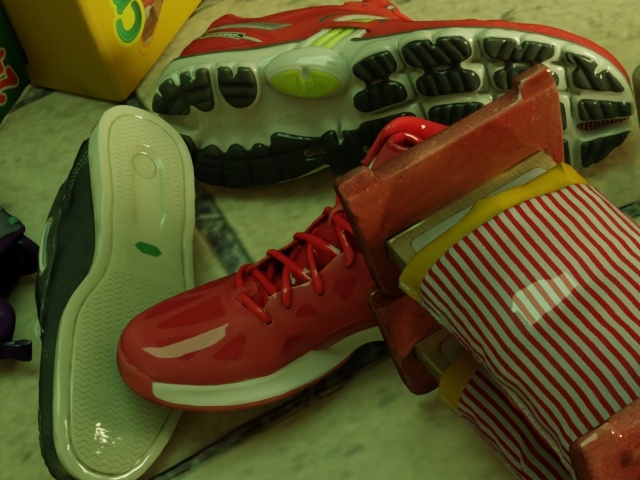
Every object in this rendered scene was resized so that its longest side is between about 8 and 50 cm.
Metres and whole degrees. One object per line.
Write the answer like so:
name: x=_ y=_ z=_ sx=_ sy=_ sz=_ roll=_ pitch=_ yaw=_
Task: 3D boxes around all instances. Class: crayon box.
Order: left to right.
crayon box: x=-0.129 y=-0.234 z=1.173 sx=0.081 sy=0.202 sz=0.318 roll=13 pitch=53 yaw=28

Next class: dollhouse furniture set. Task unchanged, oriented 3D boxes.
dollhouse furniture set: x=0.218 y=-0.016 z=0.860 sx=0.374 sy=0.152 sz=0.201 roll=-32 pitch=46 yaw=-14

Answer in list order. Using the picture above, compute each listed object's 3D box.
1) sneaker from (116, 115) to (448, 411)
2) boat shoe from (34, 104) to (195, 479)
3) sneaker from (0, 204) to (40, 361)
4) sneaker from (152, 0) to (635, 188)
sneaker: x=0.000 y=0.000 z=0.931 sx=0.221 sy=0.128 sz=0.087 roll=-17 pitch=43 yaw=-16
boat shoe: x=-0.116 y=0.038 z=1.008 sx=0.079 sy=0.084 sz=0.233 roll=-37 pitch=39 yaw=39
sneaker: x=-0.208 y=-0.010 z=1.086 sx=0.098 sy=0.083 sz=0.224 roll=2 pitch=49 yaw=-9
sneaker: x=0.042 y=-0.100 z=1.060 sx=0.279 sy=0.107 sz=0.118 roll=3 pitch=39 yaw=17
